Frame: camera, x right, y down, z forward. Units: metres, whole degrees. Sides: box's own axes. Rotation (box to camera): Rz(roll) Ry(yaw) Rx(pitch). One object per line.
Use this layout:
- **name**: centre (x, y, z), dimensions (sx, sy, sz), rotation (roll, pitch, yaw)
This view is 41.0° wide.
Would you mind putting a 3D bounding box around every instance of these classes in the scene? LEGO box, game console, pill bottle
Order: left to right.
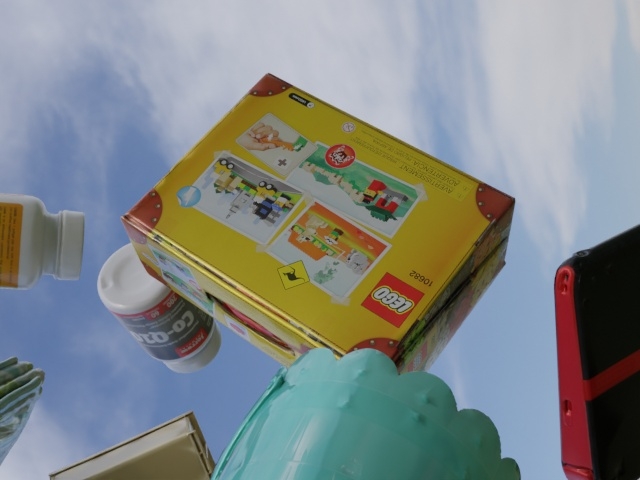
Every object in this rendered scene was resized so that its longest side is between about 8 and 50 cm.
- **pill bottle**: centre (-0.465, 0.000, 1.211), dimensions (0.245, 0.136, 0.136), rotation (4, -103, -18)
- **pill bottle**: centre (-0.304, 0.139, 1.679), dimensions (0.283, 0.161, 0.161), rotation (65, -147, -51)
- **LEGO box**: centre (0.000, 0.000, 1.381), dimensions (0.372, 0.500, 0.193), rotation (-49, -25, -22)
- **game console**: centre (0.450, 0.120, 1.111), dimensions (0.386, 0.060, 0.342), rotation (-22, -68, -28)

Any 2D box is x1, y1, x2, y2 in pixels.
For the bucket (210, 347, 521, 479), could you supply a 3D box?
- **bucket**: centre (0.026, 0.257, 0.760), dimensions (0.183, 0.281, 0.281), rotation (-49, -54, -51)

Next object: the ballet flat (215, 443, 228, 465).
- **ballet flat**: centre (-0.163, 0.412, 1.544), dimensions (0.173, 0.057, 0.049), rotation (-51, -16, -24)

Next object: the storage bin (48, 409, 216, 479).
- **storage bin**: centre (-0.282, 0.466, 1.422), dimensions (0.123, 0.262, 0.260), rotation (-176, 64, -79)

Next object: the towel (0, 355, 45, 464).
- **towel**: centre (-0.602, 0.353, 1.280), dimensions (0.090, 0.320, 0.374), rotation (42, -152, 9)
